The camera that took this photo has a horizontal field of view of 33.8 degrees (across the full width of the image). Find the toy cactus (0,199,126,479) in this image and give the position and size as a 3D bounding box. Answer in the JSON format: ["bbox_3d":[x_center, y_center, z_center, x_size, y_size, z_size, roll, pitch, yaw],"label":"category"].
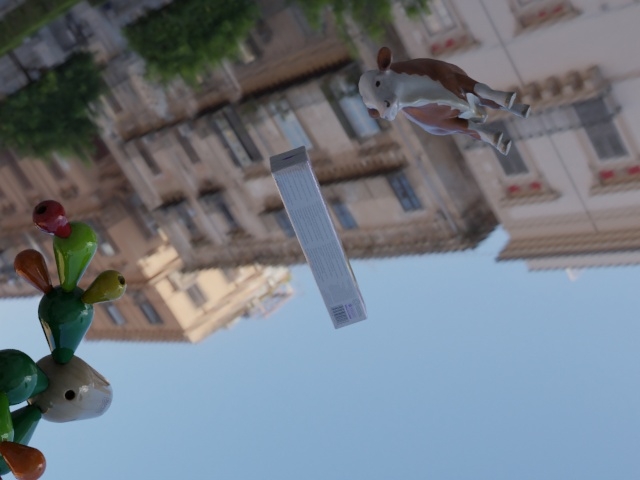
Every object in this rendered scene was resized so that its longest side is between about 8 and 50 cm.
[{"bbox_3d":[-0.186,0.093,0.708,0.112,0.219,0.180,12,169,19],"label":"toy cactus"}]

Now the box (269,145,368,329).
[{"bbox_3d":[0.000,0.000,1.759,0.067,0.324,0.063,-20,-152,5],"label":"box"}]

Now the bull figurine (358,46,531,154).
[{"bbox_3d":[0.172,-0.188,1.438,0.310,0.188,0.101,-17,129,-70],"label":"bull figurine"}]
